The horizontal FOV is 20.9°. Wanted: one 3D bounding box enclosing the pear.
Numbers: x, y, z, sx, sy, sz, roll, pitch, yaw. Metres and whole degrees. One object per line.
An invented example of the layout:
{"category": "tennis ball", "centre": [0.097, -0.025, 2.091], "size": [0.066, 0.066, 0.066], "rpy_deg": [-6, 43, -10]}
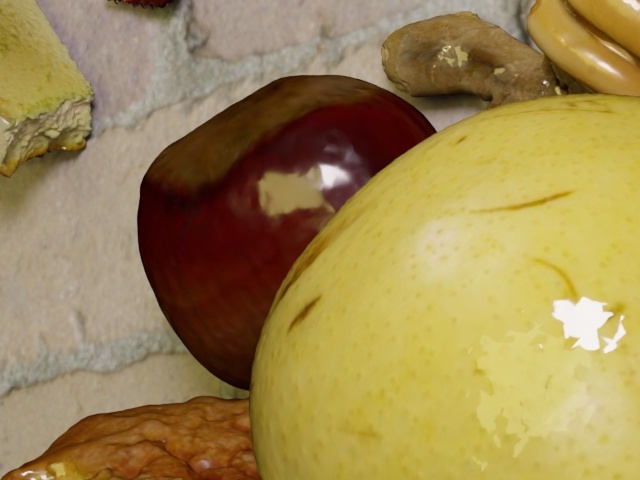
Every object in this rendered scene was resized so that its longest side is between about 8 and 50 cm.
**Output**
{"category": "pear", "centre": [0.138, 0.089, 0.910], "size": [0.348, 0.348, 0.348], "rpy_deg": [-5, 81, 31]}

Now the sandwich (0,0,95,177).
{"category": "sandwich", "centre": [-0.242, -0.137, 1.366], "size": [0.162, 0.193, 0.058], "rpy_deg": [34, 125, -5]}

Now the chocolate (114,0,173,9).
{"category": "chocolate", "centre": [-0.119, -0.268, 1.352], "size": [0.086, 0.028, 0.182], "rpy_deg": [9, 86, 38]}

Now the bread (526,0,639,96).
{"category": "bread", "centre": [0.262, -0.207, 1.030], "size": [0.173, 0.121, 0.311], "rpy_deg": [27, 103, -12]}

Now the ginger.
{"category": "ginger", "centre": [0.120, -0.085, 1.163], "size": [0.214, 0.059, 0.133], "rpy_deg": [18, 88, 30]}

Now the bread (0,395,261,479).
{"category": "bread", "centre": [-0.069, 0.215, 1.095], "size": [0.312, 0.312, 0.172], "rpy_deg": [17, 116, 32]}

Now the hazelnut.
{"category": "hazelnut", "centre": [0.000, 0.000, 1.138], "size": [0.230, 0.229, 0.229], "rpy_deg": [-5, 81, 31]}
